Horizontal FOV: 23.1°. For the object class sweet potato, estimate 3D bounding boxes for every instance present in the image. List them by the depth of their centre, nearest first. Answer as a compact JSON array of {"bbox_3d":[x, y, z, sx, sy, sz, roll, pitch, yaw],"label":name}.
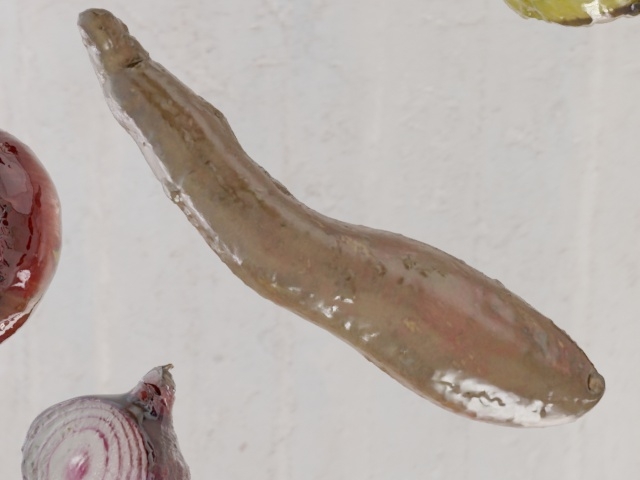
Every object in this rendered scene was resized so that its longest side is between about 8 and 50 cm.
[{"bbox_3d":[0.000,0.000,0.524,0.214,0.050,0.050,34,114,-4],"label":"sweet potato"}]

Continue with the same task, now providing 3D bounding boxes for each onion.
[{"bbox_3d":[-0.349,-0.001,1.489,0.248,0.161,0.248,5,103,21],"label":"onion"},{"bbox_3d":[-0.216,0.236,1.753,0.195,0.140,0.218,26,82,39],"label":"onion"}]

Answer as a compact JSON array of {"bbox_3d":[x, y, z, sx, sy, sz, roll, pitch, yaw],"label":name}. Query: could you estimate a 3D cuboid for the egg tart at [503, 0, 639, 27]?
[{"bbox_3d":[0.265,-0.289,1.477,0.341,0.341,0.129,-6,115,25],"label":"egg tart"}]
